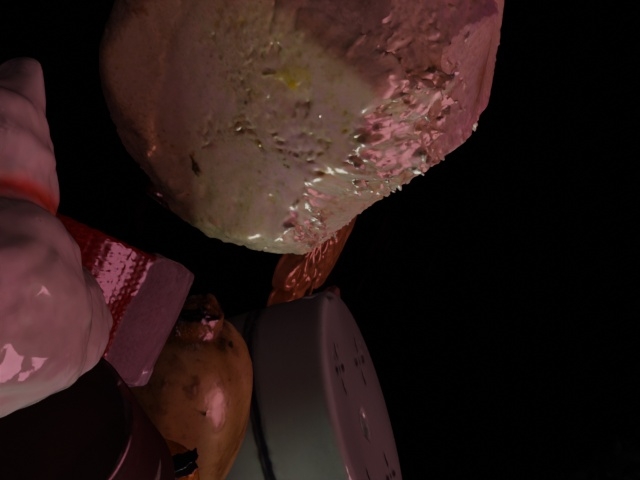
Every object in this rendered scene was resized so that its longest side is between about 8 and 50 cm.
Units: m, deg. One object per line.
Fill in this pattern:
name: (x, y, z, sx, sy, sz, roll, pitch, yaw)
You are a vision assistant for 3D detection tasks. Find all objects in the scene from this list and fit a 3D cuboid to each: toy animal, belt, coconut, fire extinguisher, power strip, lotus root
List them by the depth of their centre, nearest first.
toy animal: (-0.241, 0.008, 0.775, 0.308, 0.266, 0.188, -4, 107, -30)
fire extinguisher: (-0.162, 0.162, 1.080, 0.135, 0.114, 0.337, -19, 164, -6)
belt: (-0.187, 0.048, 1.110, 0.124, 0.128, 0.201, -65, 161, -3)
coconut: (0.003, -0.158, 1.206, 0.309, 0.297, 0.297, -44, 155, -56)
lotus root: (-0.146, 0.177, 1.511, 0.160, 0.146, 0.284, -86, -172, -61)
power strip: (-0.016, 0.250, 1.765, 0.357, 0.161, 0.357, -16, 90, -79)

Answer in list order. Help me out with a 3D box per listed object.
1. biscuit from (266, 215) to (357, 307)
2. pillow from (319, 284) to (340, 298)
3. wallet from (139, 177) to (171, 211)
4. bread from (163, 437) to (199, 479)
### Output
biscuit: (0.001, 0.000, 2.095, 0.288, 0.044, 0.202, -55, 163, -53)
pillow: (-0.057, 0.197, 2.056, 0.223, 0.084, 0.236, -34, 147, -44)
wallet: (-0.093, -0.146, 1.407, 0.137, 0.031, 0.255, 46, 67, -77)
bread: (-0.202, 0.304, 1.333, 0.312, 0.172, 0.312, -175, -90, -90)
